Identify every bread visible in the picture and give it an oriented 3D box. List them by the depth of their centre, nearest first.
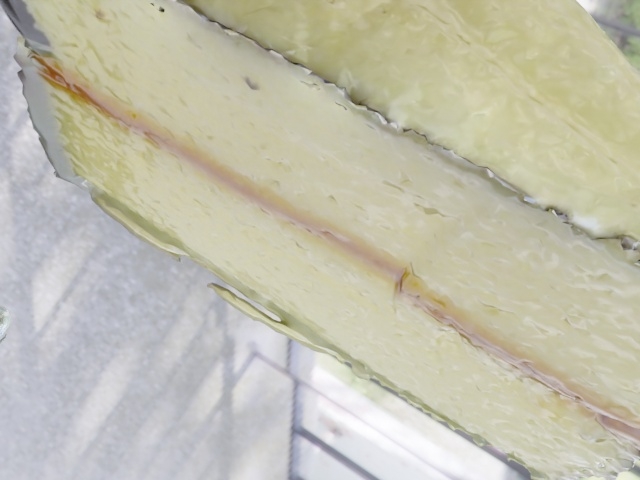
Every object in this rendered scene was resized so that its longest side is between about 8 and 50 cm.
[{"bbox_3d":[0.000,0.000,0.591,0.242,0.405,0.346,-18,151,-9],"label":"bread"}]

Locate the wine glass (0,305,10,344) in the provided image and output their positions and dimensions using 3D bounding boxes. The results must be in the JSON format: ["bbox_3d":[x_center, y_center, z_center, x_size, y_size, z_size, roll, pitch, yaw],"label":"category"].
[{"bbox_3d":[-0.364,0.015,1.065,0.111,0.111,0.204,-40,116,-27],"label":"wine glass"}]
